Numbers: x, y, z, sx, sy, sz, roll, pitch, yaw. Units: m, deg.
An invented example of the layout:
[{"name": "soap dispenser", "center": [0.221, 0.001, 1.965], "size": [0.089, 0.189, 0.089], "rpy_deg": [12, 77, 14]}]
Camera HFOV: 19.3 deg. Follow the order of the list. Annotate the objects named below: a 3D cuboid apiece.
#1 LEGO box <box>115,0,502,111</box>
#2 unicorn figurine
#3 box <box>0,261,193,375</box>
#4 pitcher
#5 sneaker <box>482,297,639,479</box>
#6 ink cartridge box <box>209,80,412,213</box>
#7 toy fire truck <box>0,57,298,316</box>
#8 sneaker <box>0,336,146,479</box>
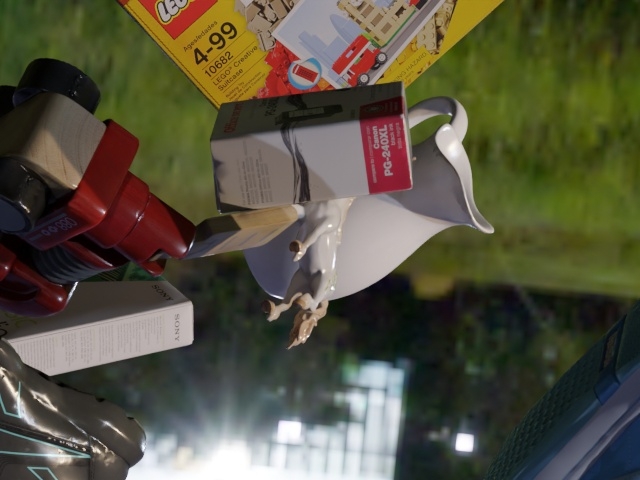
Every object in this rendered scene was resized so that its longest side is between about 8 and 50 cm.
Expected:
[{"name": "LEGO box", "center": [0.015, -0.374, 2.182], "size": [0.372, 0.500, 0.193], "rpy_deg": [47, -178, -29]}, {"name": "unicorn figurine", "center": [0.000, 0.000, 1.517], "size": [0.060, 0.162, 0.111], "rpy_deg": [33, -147, 19]}, {"name": "box", "center": [-0.329, 0.073, 2.016], "size": [0.322, 0.058, 0.232], "rpy_deg": [-10, -153, -30]}, {"name": "pitcher", "center": [0.038, -0.041, 1.646], "size": [0.207, 0.125, 0.178], "rpy_deg": [-21, -145, 17]}, {"name": "sneaker", "center": [0.277, 0.139, 1.290], "size": [0.208, 0.319, 0.127], "rpy_deg": [39, -144, -4]}, {"name": "ink cartridge box", "center": [-0.007, -0.073, 1.449], "size": [0.150, 0.063, 0.109], "rpy_deg": [-7, -161, 4]}, {"name": "toy fire truck", "center": [-0.163, -0.013, 1.399], "size": [0.246, 0.158, 0.217], "rpy_deg": [36, 147, -23]}, {"name": "sneaker", "center": [-0.236, 0.119, 1.276], "size": [0.267, 0.106, 0.101], "rpy_deg": [35, 160, -29]}]
